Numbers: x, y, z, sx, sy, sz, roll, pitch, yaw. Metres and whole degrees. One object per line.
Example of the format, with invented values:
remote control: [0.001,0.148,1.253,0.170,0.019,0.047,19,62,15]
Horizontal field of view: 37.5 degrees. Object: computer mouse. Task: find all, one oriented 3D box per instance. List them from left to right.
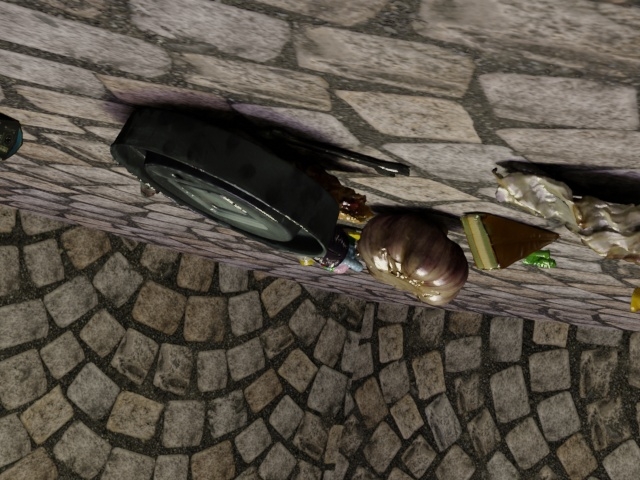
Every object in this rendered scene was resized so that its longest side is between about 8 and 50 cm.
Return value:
computer mouse: [-0.592,-0.192,1.704,0.047,0.079,0.135,21,180,17]

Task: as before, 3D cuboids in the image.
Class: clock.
clock: [-0.149,-0.088,1.508,0.386,0.076,0.386,23,169,5]
clock: [0.000,0.000,1.953,0.194,0.100,0.195,29,-175,-37]

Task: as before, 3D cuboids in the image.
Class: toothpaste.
toothpaste: [-0.371,-0.126,2.052,0.056,0.036,0.205,14,169,-10]

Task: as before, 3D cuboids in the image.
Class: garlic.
garlic: [0.196,0.022,1.906,0.245,0.160,0.245,31,169,7]

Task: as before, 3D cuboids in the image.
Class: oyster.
oyster: [0.413,-0.025,1.360,0.355,0.107,0.201,10,177,6]

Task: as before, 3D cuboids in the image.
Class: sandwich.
sandwich: [0.361,-0.024,1.789,0.163,0.113,0.079,-24,-172,-25]

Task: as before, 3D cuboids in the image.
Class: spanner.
spanner: [0.021,-0.134,1.445,0.255,0.015,0.054,14,173,-24]

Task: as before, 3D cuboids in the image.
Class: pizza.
pizza: [0.003,-0.086,1.588,0.194,0.069,0.154,21,169,-7]

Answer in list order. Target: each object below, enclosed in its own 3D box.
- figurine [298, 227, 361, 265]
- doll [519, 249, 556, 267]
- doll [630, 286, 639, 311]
figurine: [0.024,0.003,2.269,0.178,0.109,0.129,9,151,-8]
doll: [0.431,0.028,1.966,0.115,0.050,0.190,15,178,33]
doll: [0.833,0.160,2.023,0.314,0.141,0.177,12,-173,32]
